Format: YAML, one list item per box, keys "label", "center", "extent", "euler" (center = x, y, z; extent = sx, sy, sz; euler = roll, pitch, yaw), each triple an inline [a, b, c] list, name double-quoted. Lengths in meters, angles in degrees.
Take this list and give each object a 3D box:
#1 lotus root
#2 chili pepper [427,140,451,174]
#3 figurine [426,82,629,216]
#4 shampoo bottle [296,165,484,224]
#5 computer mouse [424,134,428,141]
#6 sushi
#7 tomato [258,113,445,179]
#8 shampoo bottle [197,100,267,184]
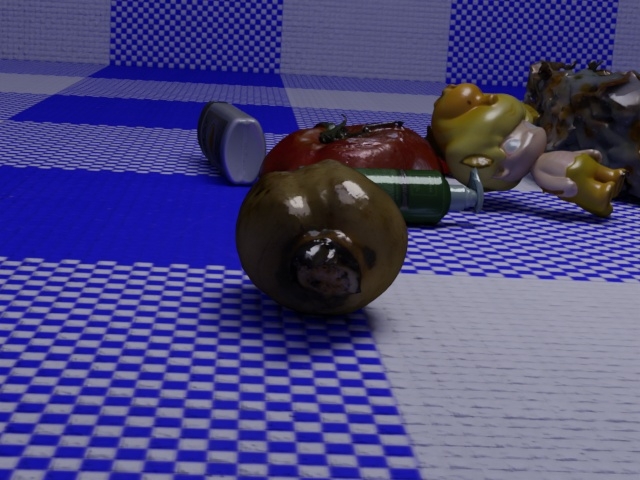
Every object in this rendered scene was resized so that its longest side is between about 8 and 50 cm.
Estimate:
- label: "lotus root"
  center: [0.000, 0.000, 0.878]
  extent: [0.125, 0.118, 0.221]
  euler: [-30, 17, -1]
- label: "chili pepper"
  center: [0.167, -0.117, 1.635]
  extent: [0.191, 0.050, 0.059]
  euler: [-2, 8, 45]
- label: "figurine"
  center: [0.235, -0.102, 1.381]
  extent: [0.246, 0.131, 0.156]
  euler: [29, 45, 23]
- label: "shampoo bottle"
  center: [0.076, -0.050, 1.254]
  extent: [0.204, 0.065, 0.065]
  euler: [1, 12, -10]
- label: "computer mouse"
  center: [0.278, -0.155, 1.829]
  extent: [0.232, 0.057, 0.120]
  euler: [7, 12, 16]
- label: "sushi"
  center: [0.476, -0.155, 1.607]
  extent: [0.417, 0.176, 0.417]
  euler: [1, 13, 0]
- label: "tomato"
  center: [0.037, -0.095, 1.383]
  extent: [0.228, 0.101, 0.228]
  euler: [1, 14, 0]
- label: "shampoo bottle"
  center: [-0.120, -0.133, 1.537]
  extent: [0.056, 0.086, 0.227]
  euler: [2, 13, -15]
